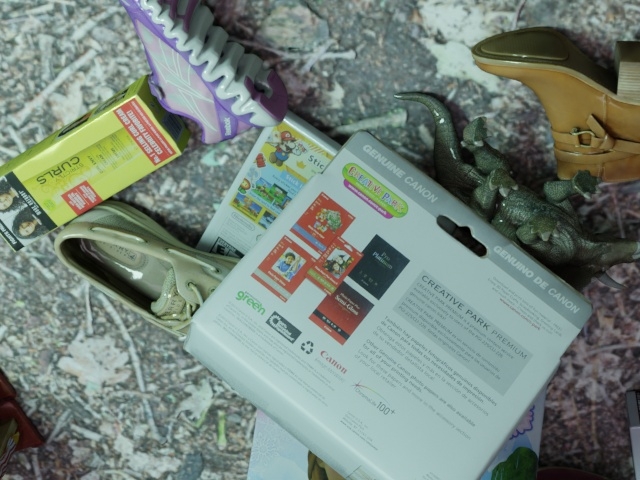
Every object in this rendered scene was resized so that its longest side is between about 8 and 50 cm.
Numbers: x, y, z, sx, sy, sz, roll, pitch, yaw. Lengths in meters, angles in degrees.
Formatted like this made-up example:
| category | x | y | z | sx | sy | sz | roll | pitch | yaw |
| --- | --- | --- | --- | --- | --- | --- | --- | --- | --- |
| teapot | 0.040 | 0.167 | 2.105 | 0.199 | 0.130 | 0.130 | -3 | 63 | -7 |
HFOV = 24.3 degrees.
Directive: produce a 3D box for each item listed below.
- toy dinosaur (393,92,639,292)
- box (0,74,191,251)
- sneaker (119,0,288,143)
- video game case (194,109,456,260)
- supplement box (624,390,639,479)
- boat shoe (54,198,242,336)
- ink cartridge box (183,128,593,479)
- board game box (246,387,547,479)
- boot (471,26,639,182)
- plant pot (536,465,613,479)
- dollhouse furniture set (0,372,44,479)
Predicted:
| category | x | y | z | sx | sy | sz | roll | pitch | yaw |
| --- | --- | --- | --- | --- | --- | --- | --- | --- | --- |
| toy dinosaur | 0.189 | -0.033 | 1.536 | 0.313 | 0.121 | 0.160 | 28 | 152 | 5 |
| box | -0.257 | -0.080 | 1.595 | 0.232 | 0.058 | 0.087 | -28 | 112 | 19 |
| sneaker | -0.144 | -0.186 | 1.511 | 0.104 | 0.095 | 0.236 | -32 | 112 | 30 |
| video game case | 0.000 | 0.000 | 1.599 | 0.227 | 0.026 | 0.206 | 35 | 118 | 6 |
| supplement box | 0.472 | 0.228 | 1.679 | 0.239 | 0.073 | 0.130 | -7 | 119 | 11 |
| boat shoe | -0.145 | 0.059 | 1.601 | 0.302 | 0.098 | 0.109 | 30 | 115 | 6 |
| ink cartridge box | 0.069 | 0.090 | 1.489 | 0.309 | 0.272 | 0.130 | 39 | 162 | 4 |
| board game box | 0.075 | 0.278 | 1.644 | 0.319 | 0.066 | 0.318 | 8 | 77 | 1 |
| boot | 0.247 | -0.130 | 1.511 | 0.197 | 0.073 | 0.152 | 9 | 129 | 11 |
| plant pot | 0.282 | 0.368 | 1.720 | 0.201 | 0.201 | 0.180 | 10 | 104 | 0 |
| dollhouse furniture set | -0.535 | 0.287 | 1.746 | 0.374 | 0.201 | 0.152 | -19 | 115 | 15 |
